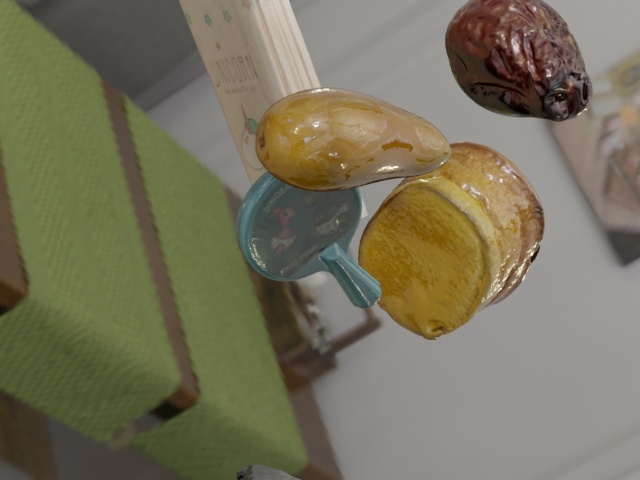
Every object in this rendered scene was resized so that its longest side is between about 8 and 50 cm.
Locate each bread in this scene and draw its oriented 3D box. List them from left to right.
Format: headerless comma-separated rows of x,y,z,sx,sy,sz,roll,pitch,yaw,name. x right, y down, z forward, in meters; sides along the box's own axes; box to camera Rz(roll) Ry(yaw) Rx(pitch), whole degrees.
0.160,0.000,1.575,0.195,0.270,0.142,45,52,13,bread

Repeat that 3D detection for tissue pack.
-0.059,-0.169,1.563,0.170,0.071,0.325,5,-61,59,tissue pack

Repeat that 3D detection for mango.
0.027,-0.085,1.063,0.184,0.102,0.085,-6,100,-40,mango

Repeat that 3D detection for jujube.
0.264,-0.237,1.682,0.168,0.168,0.236,46,3,-41,jujube

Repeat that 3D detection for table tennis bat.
0.000,0.000,1.172,0.201,0.124,0.033,49,-2,-42,table tennis bat

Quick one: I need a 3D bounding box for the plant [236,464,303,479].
-0.041,0.297,1.184,0.142,0.256,0.164,-69,160,-87,plant
